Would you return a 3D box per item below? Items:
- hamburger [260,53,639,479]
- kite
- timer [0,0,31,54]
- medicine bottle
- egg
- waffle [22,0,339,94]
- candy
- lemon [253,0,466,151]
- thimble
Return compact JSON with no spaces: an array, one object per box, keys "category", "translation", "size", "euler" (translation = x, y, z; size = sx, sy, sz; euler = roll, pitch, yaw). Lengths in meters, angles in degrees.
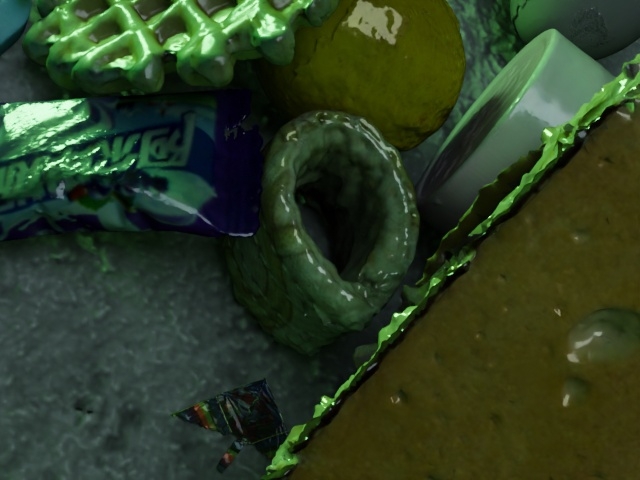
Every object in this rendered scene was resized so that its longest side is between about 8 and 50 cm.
[{"category":"hamburger","translation":[0.175,0.107,0.857],"size":[0.287,0.445,0.268],"euler":[41,18,3]},{"category":"kite","translation":[-0.059,0.153,0.971],"size":[0.122,0.004,0.090],"euler":[32,59,-9]},{"category":"timer","translation":[-0.377,-0.213,0.935],"size":[0.250,0.091,0.232],"euler":[43,58,-9]},{"category":"medicine bottle","translation":[0.268,-0.012,1.064],"size":[0.325,0.212,0.212],"euler":[36,60,-5]},{"category":"egg","translation":[0.275,-0.260,1.205],"size":[0.198,0.146,0.146],"euler":[-36,86,-26]},{"category":"waffle","translation":[-0.096,-0.228,0.988],"size":[0.056,0.291,0.309],"euler":[62,39,-43]},{"category":"candy","translation":[-0.181,-0.054,0.921],"size":[0.275,0.070,0.145],"euler":[-4,60,3]},{"category":"lemon","translation":[0.036,-0.164,1.042],"size":[0.193,0.180,0.181],"euler":[19,63,-7]},{"category":"thimble","translation":[0.000,0.000,0.979],"size":[0.137,0.143,0.191],"euler":[-2,70,-25]}]
